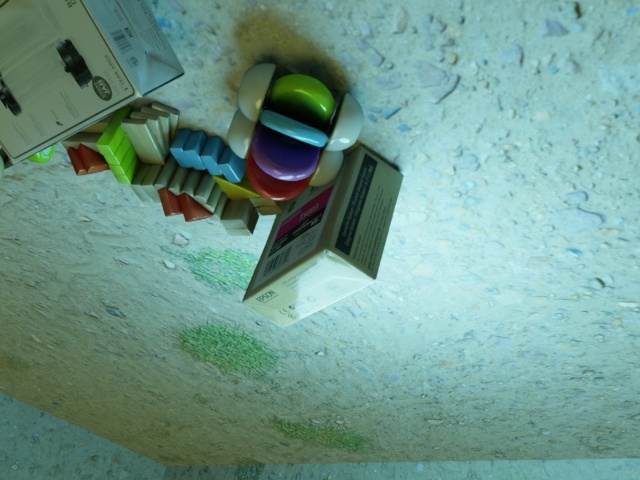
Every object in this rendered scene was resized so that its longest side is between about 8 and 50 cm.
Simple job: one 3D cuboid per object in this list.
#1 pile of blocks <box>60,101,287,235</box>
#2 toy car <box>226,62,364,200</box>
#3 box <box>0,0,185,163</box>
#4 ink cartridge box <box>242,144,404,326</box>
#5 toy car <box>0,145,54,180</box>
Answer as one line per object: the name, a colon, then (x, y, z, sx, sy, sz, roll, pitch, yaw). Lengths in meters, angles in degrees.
pile of blocks: (-0.225, -0.102, 0.896, 0.361, 0.113, 0.149, 19, 146, -6)
toy car: (-0.043, -0.123, 0.770, 0.159, 0.136, 0.182, 21, 146, -7)
box: (-0.327, -0.219, 0.745, 0.289, 0.087, 0.169, -15, 113, 36)
ink cartridge box: (0.000, 0.000, 0.879, 0.088, 0.193, 0.234, 32, 142, -20)
toy car: (-0.532, -0.129, 0.913, 0.154, 0.189, 0.149, 10, 146, 8)
